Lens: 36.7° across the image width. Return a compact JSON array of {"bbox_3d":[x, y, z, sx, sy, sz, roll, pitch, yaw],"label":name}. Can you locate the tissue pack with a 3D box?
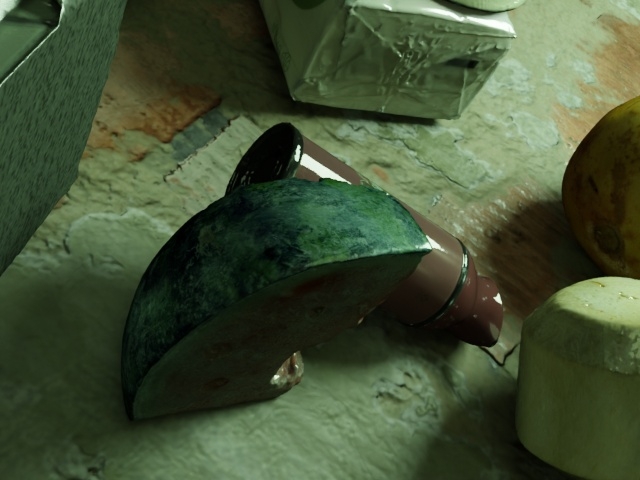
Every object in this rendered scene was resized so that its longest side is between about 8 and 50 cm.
[{"bbox_3d":[0.056,-0.345,1.241,0.266,0.194,0.356,2,54,-29],"label":"tissue pack"}]

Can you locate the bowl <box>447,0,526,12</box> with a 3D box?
[{"bbox_3d":[0.179,-0.392,1.129,0.238,0.126,0.237,18,47,-20],"label":"bowl"}]

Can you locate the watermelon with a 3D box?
[{"bbox_3d":[-0.049,0.045,0.882,0.226,0.318,0.148,41,24,-52],"label":"watermelon"}]

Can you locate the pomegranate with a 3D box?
[{"bbox_3d":[0.433,-0.056,1.161,0.265,0.264,0.264,13,51,-16],"label":"pomegranate"}]

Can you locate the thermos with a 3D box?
[{"bbox_3d":[0.058,0.009,1.003,0.330,0.136,0.109,32,82,-28],"label":"thermos"}]

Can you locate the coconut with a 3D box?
[{"bbox_3d":[0.299,0.157,0.979,0.202,0.221,0.202,-1,17,0],"label":"coconut"}]

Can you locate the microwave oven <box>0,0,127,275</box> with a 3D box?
[{"bbox_3d":[-0.353,-0.088,0.744,0.236,0.374,0.432,26,44,-4],"label":"microwave oven"}]
